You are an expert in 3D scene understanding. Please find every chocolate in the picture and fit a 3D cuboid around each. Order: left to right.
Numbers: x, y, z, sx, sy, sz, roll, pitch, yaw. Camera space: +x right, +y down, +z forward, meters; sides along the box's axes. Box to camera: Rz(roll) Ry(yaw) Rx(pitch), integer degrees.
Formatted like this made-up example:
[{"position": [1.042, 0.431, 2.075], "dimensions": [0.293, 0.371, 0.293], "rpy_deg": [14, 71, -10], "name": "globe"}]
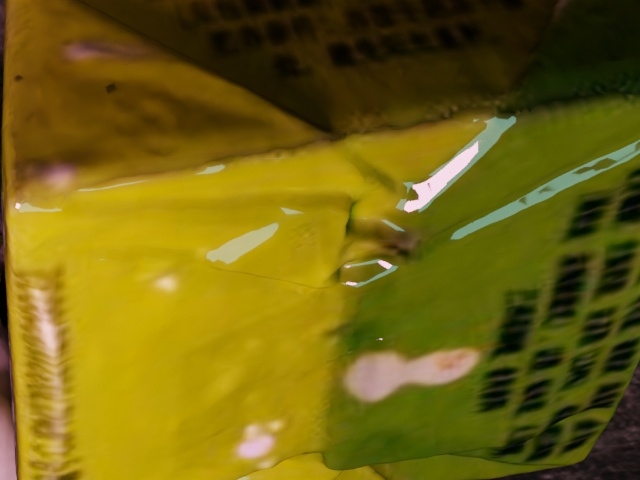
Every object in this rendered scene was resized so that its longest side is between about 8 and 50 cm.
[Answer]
[{"position": [0.000, 0.000, 0.837], "dimensions": [0.289, 0.137, 0.301], "rpy_deg": [-10, 147, -14], "name": "chocolate"}]

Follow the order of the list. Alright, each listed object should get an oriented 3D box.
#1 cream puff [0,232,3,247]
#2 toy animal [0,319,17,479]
[{"position": [-0.196, -0.016, 0.843], "dimensions": [0.146, 0.116, 0.146], "rpy_deg": [18, 155, 9], "name": "cream puff"}, {"position": [-0.233, 0.128, 0.975], "dimensions": [0.265, 0.272, 0.206], "rpy_deg": [-14, 124, -31], "name": "toy animal"}]
